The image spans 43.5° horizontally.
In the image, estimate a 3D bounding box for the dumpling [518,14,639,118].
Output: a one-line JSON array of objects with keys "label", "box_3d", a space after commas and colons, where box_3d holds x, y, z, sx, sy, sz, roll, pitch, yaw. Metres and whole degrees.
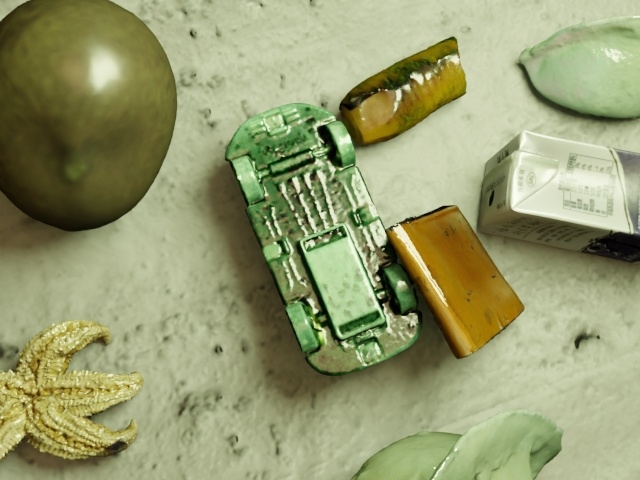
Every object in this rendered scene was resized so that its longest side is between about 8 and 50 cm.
[{"label": "dumpling", "box_3d": [0.358, -0.225, 0.980, 0.217, 0.149, 0.105, 11, 39, 3]}]

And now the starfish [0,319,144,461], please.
[{"label": "starfish", "box_3d": [-0.316, 0.184, 0.869, 0.238, 0.071, 0.216, 11, 74, 2]}]

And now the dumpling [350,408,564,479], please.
[{"label": "dumpling", "box_3d": [0.098, 0.312, 0.831, 0.270, 0.212, 0.320, 39, 59, -35]}]

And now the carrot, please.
[{"label": "carrot", "box_3d": [0.106, -0.178, 0.969, 0.173, 0.082, 0.082, -30, 85, -10]}]

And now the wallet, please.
[{"label": "wallet", "box_3d": [0.149, 0.040, 0.894, 0.042, 0.195, 0.161, -36, 83, 28]}]

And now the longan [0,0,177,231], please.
[{"label": "longan", "box_3d": [-0.255, -0.131, 0.844, 0.215, 0.246, 0.246, -9, 81, 3]}]

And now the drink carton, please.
[{"label": "drink carton", "box_3d": [0.309, -0.046, 0.942, 0.222, 0.134, 0.101, 10, 82, -4]}]

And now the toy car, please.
[{"label": "toy car", "box_3d": [0.000, 0.000, 0.904, 0.136, 0.125, 0.305, -22, 77, -6]}]
